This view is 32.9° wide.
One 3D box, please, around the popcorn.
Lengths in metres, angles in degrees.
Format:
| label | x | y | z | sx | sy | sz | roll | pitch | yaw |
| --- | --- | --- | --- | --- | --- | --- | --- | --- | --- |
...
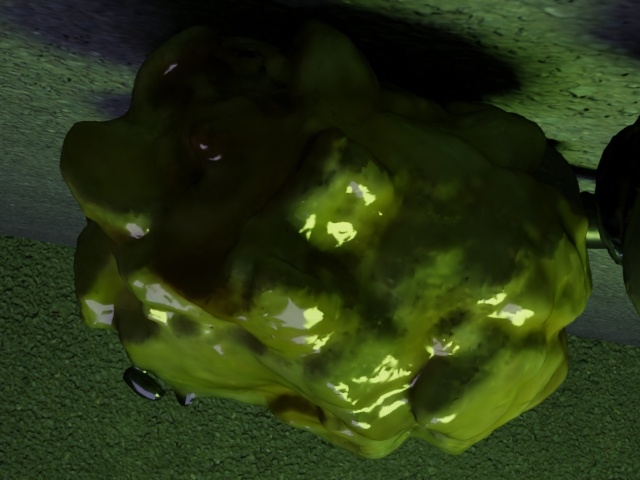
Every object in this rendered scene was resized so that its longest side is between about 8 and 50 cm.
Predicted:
| label | x | y | z | sx | sy | sz | roll | pitch | yaw |
| --- | --- | --- | --- | --- | --- | --- | --- | --- | --- |
| popcorn | 0.000 | 0.000 | 0.584 | 0.286 | 0.215 | 0.252 | 11 | 180 | 20 |

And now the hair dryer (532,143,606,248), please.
| label | x | y | z | sx | sy | sz | roll | pitch | yaw |
| --- | --- | --- | --- | --- | --- | --- | --- | --- | --- |
| hair dryer | 0.206 | -0.009 | 0.785 | 0.251 | 0.089 | 0.197 | 3 | 173 | -1 |

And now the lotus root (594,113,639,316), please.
| label | x | y | z | sx | sy | sz | roll | pitch | yaw |
| --- | --- | --- | --- | --- | --- | --- | --- | --- | --- |
| lotus root | 0.252 | -0.007 | 0.400 | 0.173 | 0.173 | 0.309 | 15 | 169 | -38 |
